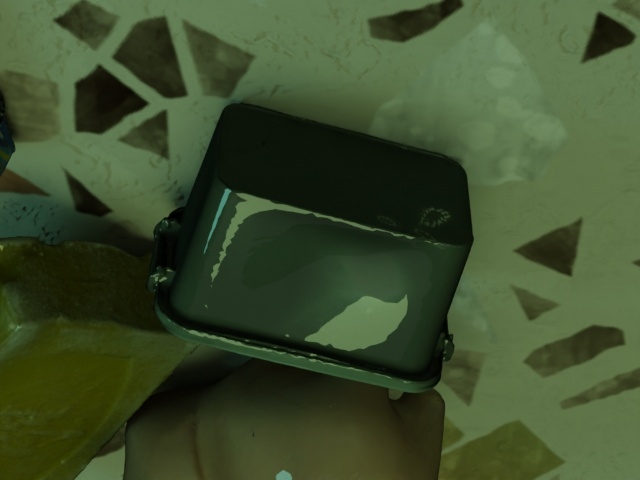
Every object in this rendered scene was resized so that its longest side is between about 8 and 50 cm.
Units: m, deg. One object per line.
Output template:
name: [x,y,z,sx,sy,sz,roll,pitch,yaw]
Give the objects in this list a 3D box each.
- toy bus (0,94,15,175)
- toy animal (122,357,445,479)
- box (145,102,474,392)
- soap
toy bus: [-0.277,-0.109,1.353,0.051,0.061,0.153,-5,136,16]
toy animal: [-0.039,0.205,1.518,0.237,0.269,0.326,39,165,-20]
box: [0.000,0.000,1.380,0.243,0.163,0.135,14,125,-8]
soap: [-0.252,0.124,1.514,0.199,0.091,0.315,7,141,-39]
